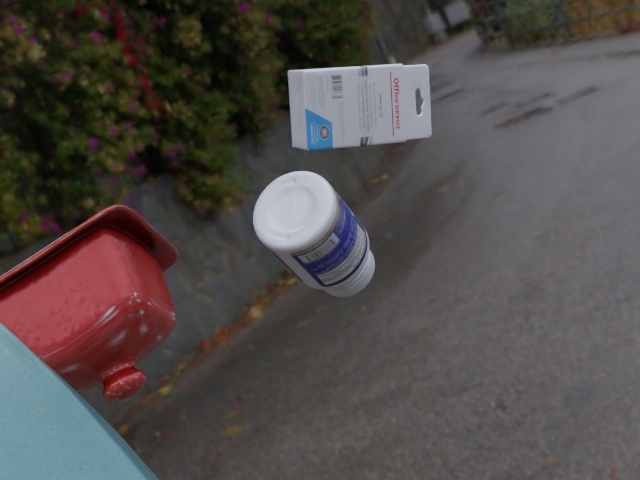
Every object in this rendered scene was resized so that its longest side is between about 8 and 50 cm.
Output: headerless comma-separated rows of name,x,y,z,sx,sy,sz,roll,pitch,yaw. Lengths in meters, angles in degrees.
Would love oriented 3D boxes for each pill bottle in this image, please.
pill bottle,0.000,0.000,1.399,0.112,0.112,0.186,-22,-32,13

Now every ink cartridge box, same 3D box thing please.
ink cartridge box,0.052,-0.178,1.426,0.180,0.104,0.060,-7,9,-22

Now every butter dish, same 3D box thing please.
butter dish,-0.173,0.069,0.831,0.160,0.118,0.160,-33,-20,0

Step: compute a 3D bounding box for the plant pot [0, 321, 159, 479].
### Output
plant pot,-0.174,0.130,0.530,0.165,0.234,0.165,-38,-10,-13
